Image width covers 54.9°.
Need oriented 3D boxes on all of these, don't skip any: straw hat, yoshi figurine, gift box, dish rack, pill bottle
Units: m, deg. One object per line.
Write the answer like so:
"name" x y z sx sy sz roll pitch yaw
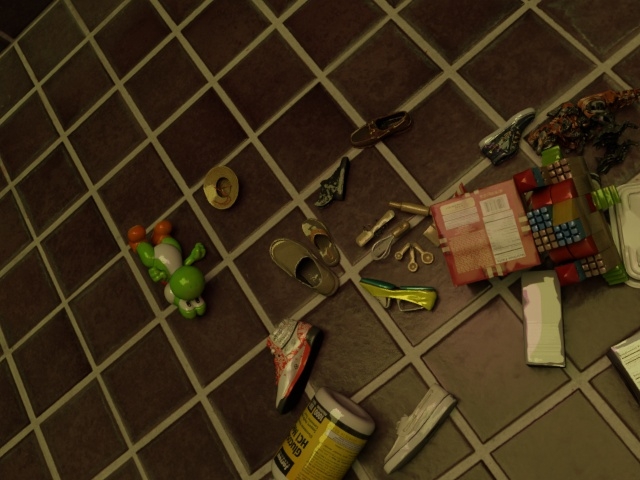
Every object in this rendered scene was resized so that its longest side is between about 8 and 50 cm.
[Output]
"straw hat" -0.320 -0.178 2.076 0.144 0.061 0.145 1 94 23
"yoshi figurine" -0.474 0.080 2.000 0.203 0.203 0.362 -39 68 1
"gift box" 0.445 -0.038 1.610 0.255 0.258 0.277 -13 85 20
"dish rack" 0.908 -0.033 1.528 0.332 0.072 0.286 -7 74 22
"pill bottle" -0.013 0.584 1.670 0.188 0.188 0.334 33 89 26

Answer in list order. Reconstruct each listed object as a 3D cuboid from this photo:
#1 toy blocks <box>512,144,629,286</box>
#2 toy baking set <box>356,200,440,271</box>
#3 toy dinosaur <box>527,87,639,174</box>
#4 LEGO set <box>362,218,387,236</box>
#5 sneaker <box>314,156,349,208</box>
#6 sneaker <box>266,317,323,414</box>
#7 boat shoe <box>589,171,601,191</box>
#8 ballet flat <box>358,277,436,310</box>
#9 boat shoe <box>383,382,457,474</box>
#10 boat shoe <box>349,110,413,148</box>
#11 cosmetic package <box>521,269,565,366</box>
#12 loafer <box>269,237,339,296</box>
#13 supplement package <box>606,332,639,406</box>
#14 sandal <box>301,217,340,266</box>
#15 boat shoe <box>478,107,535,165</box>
"toy blocks" 0.598 -0.047 1.490 0.190 0.260 0.382 -22 85 40
"toy baking set" 0.239 -0.020 1.799 0.256 0.030 0.197 18 85 16
"toy dinosaur" 0.725 -0.319 1.644 0.322 0.164 0.218 -44 45 29
"LEGO set" 0.167 -0.036 1.862 0.083 0.023 0.054 5 75 37
"sneaker" 0.037 -0.184 1.935 0.089 0.051 0.170 5 81 19
"sneaker" -0.104 0.364 1.825 0.144 0.090 0.270 18 80 26
"boat shoe" 0.639 -0.146 1.677 0.233 0.084 0.079 -1 37 29
"ballet flat" 0.216 0.159 1.761 0.230 0.077 0.077 6 95 22
"boat shoe" 0.247 0.499 1.641 0.088 0.096 0.267 40 92 30
"boat shoe" 0.181 -0.350 1.911 0.206 0.073 0.073 -21 70 17
"cosmetic package" 0.569 0.202 1.571 0.107 0.127 0.238 -1 77 23
"loafer" -0.058 0.069 1.882 0.268 0.092 0.102 33 90 26
"supplement package" 0.785 0.310 1.414 0.149 0.194 0.203 -31 66 11
"sandal" 0.000 0.000 1.901 0.072 0.049 0.180 -36 66 10
"boat shoe" 0.548 -0.292 1.752 0.183 0.065 0.083 -37 66 17
